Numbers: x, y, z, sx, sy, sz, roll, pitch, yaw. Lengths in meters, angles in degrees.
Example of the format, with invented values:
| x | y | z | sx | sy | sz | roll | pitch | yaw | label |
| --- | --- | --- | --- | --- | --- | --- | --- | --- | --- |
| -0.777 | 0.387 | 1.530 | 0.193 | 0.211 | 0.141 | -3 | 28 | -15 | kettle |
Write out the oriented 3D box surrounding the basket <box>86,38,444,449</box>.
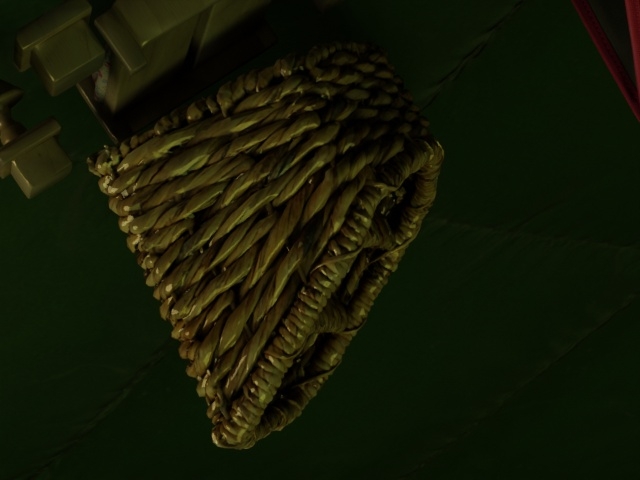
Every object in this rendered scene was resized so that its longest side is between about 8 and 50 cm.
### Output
| x | y | z | sx | sy | sz | roll | pitch | yaw | label |
| --- | --- | --- | --- | --- | --- | --- | --- | --- | --- |
| 0.000 | 0.000 | 1.401 | 0.213 | 0.223 | 0.299 | -27 | 175 | 6 | basket |

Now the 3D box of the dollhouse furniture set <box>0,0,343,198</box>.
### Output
| x | y | z | sx | sy | sz | roll | pitch | yaw | label |
| --- | --- | --- | --- | --- | --- | --- | --- | --- | --- |
| -0.135 | -0.181 | 1.207 | 0.355 | 0.174 | 0.303 | -34 | 177 | -14 | dollhouse furniture set |

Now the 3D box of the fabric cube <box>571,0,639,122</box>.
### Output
| x | y | z | sx | sy | sz | roll | pitch | yaw | label |
| --- | --- | --- | --- | --- | --- | --- | --- | --- | --- |
| 0.248 | -0.270 | 1.179 | 0.258 | 0.259 | 0.254 | -25 | 150 | 2 | fabric cube |
